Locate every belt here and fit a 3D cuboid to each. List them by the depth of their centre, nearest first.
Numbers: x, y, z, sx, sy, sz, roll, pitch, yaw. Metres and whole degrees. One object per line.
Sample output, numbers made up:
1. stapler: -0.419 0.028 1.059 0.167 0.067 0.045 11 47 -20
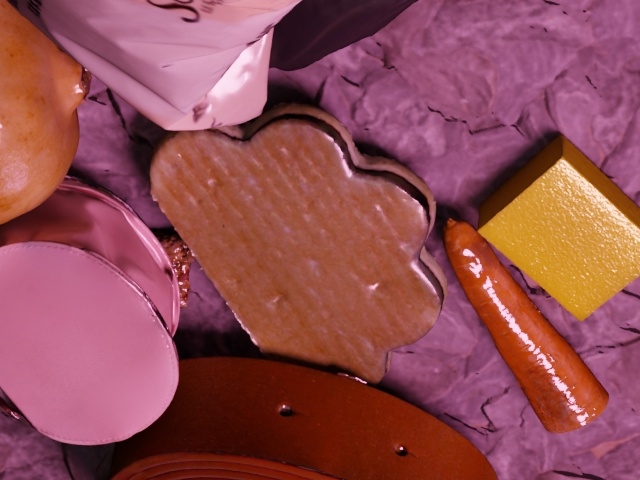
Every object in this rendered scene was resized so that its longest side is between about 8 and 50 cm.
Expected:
1. belt: -0.017 0.214 1.658 0.339 0.122 0.217 19 136 -5

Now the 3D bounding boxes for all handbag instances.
1. handbag: -0.202 0.055 1.586 0.179 0.116 0.205 -28 111 21

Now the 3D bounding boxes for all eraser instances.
1. eraser: 0.201 -0.009 1.574 0.122 0.045 0.097 40 116 -14

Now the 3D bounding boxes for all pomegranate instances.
1. pomegranate: -0.293 -0.112 1.502 0.233 0.233 0.233 3 118 7

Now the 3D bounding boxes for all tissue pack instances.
1. tissue pack: -0.156 -0.253 1.293 0.390 0.375 0.195 43 73 -1

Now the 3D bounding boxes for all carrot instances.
1. carrot: 0.158 0.064 1.606 0.061 0.061 0.209 -28 111 21

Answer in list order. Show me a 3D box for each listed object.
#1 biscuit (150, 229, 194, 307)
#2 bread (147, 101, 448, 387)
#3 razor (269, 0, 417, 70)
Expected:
1. biscuit: -0.204 0.015 1.652 0.199 0.034 0.064 7 119 5
2. bread: 0.000 0.000 1.601 0.207 0.056 0.286 -22 115 20
3. razor: -0.050 -0.298 1.420 0.204 0.113 0.349 -26 109 24
